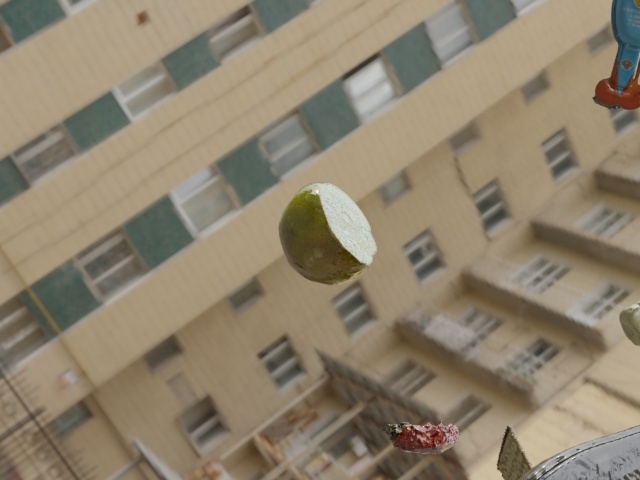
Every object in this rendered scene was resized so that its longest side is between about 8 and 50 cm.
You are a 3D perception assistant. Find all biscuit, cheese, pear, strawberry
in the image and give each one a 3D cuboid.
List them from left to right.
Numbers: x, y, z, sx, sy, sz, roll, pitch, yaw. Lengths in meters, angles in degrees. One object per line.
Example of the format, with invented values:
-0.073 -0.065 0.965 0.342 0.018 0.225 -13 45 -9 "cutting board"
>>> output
0.000 0.000 1.473 0.141 0.104 0.141 40 27 -25 "pear"
0.159 0.303 1.745 0.152 0.048 0.104 15 -19 -42 "strawberry"
0.414 0.487 2.408 0.203 0.016 0.144 88 -19 -53 "biscuit"
0.536 -0.344 1.952 0.106 0.256 0.037 16 -2 12 "cheese"
0.518 0.085 1.637 0.065 0.194 0.043 61 -10 -6 "cheese"

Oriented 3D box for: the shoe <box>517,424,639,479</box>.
0.323 0.337 1.356 0.171 0.384 0.237 59 -33 18 "shoe"
